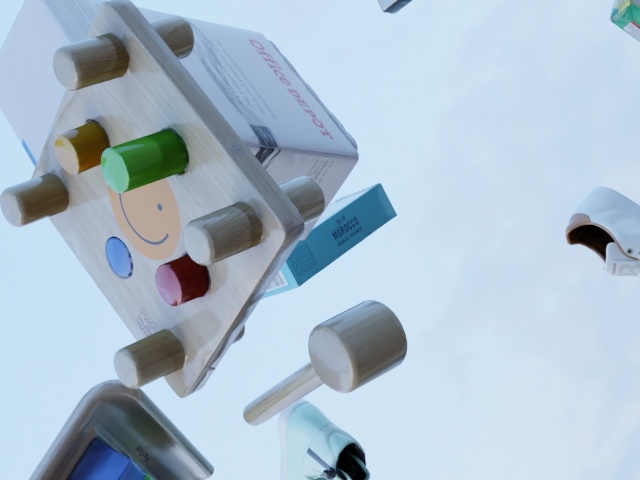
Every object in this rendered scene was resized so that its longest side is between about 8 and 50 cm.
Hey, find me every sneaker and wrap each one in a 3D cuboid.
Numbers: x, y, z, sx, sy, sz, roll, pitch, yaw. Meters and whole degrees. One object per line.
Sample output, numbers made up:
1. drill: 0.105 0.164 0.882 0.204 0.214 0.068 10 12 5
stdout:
1. sneaker: 0.013 0.378 2.272 0.094 0.151 0.256 -39 -39 -24
2. sneaker: 0.495 0.032 2.109 0.123 0.290 0.106 -44 -34 -29

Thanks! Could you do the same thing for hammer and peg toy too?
1. hammer and peg toy: -0.110 0.015 1.163 0.127 0.361 0.266 -24 -21 -40

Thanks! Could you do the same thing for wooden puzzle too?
1. wooden puzzle: -0.236 0.332 1.394 0.348 0.080 0.322 -54 -23 -14

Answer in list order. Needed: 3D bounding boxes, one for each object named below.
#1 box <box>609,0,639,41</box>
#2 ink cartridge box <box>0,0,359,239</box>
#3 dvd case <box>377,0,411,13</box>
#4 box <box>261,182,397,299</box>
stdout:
1. box: 0.398 -0.294 1.649 0.043 0.105 0.179 -42 20 49
2. ink cartridge box: -0.187 -0.157 1.845 0.395 0.285 0.166 4 -51 -44
3. dvd case: 0.122 -0.379 1.503 0.029 0.239 0.179 -5 -113 -48
4. box: 0.000 0.000 2.112 0.244 0.100 0.060 -35 -80 -41
